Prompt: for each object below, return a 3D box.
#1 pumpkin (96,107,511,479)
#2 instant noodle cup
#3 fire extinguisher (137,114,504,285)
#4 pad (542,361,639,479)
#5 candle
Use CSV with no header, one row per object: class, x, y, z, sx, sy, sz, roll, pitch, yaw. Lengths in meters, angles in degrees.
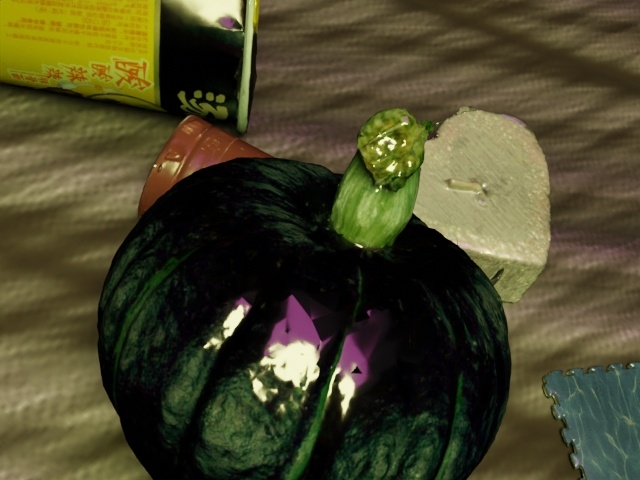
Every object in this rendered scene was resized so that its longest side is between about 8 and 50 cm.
pumpkin,0.006,0.033,0.512,0.247,0.248,0.248,9,56,-13
instant noodle cup,-0.163,-0.200,0.715,0.236,0.216,0.216,3,57,-8
fire extinguisher,0.000,0.000,0.687,0.268,0.105,0.105,28,54,1
pad,0.332,0.216,0.715,0.268,0.012,0.270,-4,60,-21
candle,0.130,-0.026,0.770,0.192,0.068,0.168,-24,65,-28
